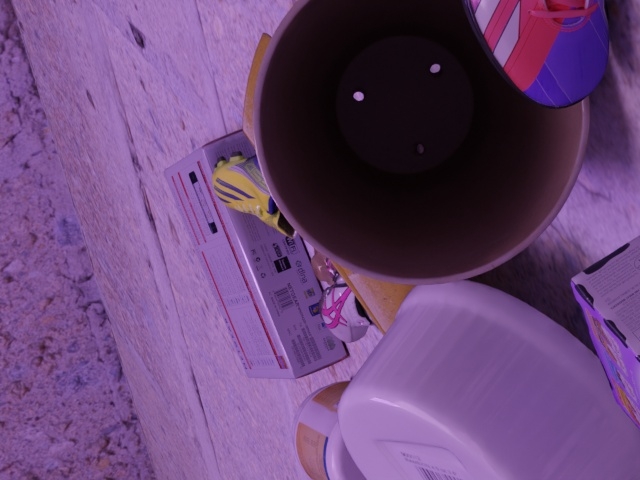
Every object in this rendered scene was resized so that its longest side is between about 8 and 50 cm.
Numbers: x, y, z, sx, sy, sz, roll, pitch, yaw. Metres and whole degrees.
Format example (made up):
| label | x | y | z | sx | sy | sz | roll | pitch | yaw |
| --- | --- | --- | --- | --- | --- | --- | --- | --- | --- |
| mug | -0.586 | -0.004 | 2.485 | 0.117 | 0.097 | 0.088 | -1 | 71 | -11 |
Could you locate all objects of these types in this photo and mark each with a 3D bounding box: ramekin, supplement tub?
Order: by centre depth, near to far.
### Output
| label | x | y | z | sx | sy | sz | roll | pitch | yaw |
| --- | --- | --- | --- | --- | --- | --- | --- | --- | --- |
| ramekin | 0.147 | 0.178 | 1.609 | 0.277 | 0.135 | 0.277 | 34 | 154 | 19 |
| supplement tub | 0.051 | 0.249 | 2.207 | 0.144 | 0.144 | 0.199 | 70 | 165 | -10 |

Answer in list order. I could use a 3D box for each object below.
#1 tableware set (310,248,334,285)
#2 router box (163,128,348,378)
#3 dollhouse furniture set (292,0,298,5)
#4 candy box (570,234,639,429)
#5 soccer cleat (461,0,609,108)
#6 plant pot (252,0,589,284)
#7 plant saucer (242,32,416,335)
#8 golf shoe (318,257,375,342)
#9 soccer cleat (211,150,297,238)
| label | x | y | z | sx | sy | sz | roll | pitch | yaw |
| --- | --- | --- | --- | --- | --- | --- | --- | --- | --- |
| tableware set | 0.000 | 0.000 | 2.266 | 0.141 | 0.020 | 0.168 | 69 | 165 | -7 |
| router box | -0.097 | 0.025 | 2.510 | 0.335 | 0.082 | 0.301 | 68 | 165 | -2 |
| dollhouse furniture set | -0.005 | -0.300 | 1.772 | 0.058 | 0.076 | 0.152 | -114 | 10 | -63 |
| candy box | 0.279 | 0.117 | 1.318 | 0.196 | 0.070 | 0.165 | 53 | 174 | 43 |
| soccer cleat | 0.156 | -0.232 | 1.252 | 0.116 | 0.108 | 0.318 | 32 | 140 | 58 |
| plant pot | 0.074 | -0.108 | 1.496 | 0.274 | 0.256 | 0.256 | -97 | -14 | -84 |
| plant saucer | 0.043 | -0.003 | 1.812 | 0.333 | 0.081 | 0.333 | 54 | 178 | 40 |
| golf shoe | 0.043 | 0.077 | 2.136 | 0.086 | 0.067 | 0.186 | 57 | 162 | 28 |
| soccer cleat | -0.064 | -0.056 | 2.216 | 0.289 | 0.093 | 0.121 | 160 | 101 | -68 |
